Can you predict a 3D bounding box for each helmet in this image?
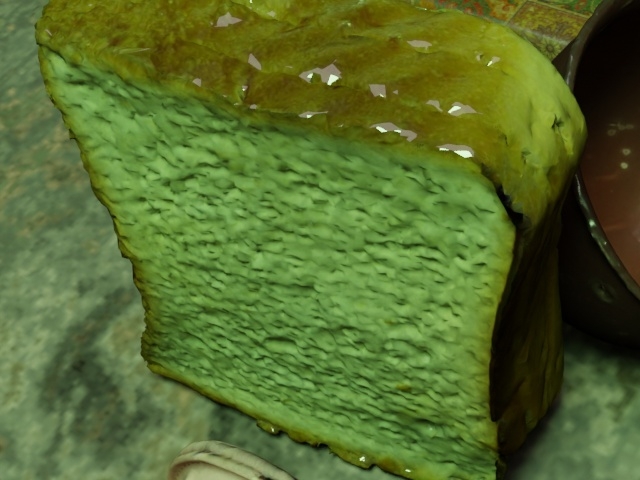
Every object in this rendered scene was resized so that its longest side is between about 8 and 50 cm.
[{"bbox_3d":[0.140,-0.022,0.536,0.175,0.106,0.155,-25,88,-30],"label":"helmet"}]

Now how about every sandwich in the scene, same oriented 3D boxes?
[{"bbox_3d":[0.000,0.000,0.478,0.186,0.215,0.065,16,56,21],"label":"sandwich"}]

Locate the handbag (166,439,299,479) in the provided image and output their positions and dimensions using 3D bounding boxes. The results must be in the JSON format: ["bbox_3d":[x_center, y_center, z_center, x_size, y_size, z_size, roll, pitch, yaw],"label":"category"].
[{"bbox_3d":[-0.016,0.171,0.378,0.116,0.179,0.205,-35,55,-25],"label":"handbag"}]

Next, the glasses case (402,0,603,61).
[{"bbox_3d":[0.103,-0.110,0.651,0.218,0.049,0.075,23,54,25],"label":"glasses case"}]
